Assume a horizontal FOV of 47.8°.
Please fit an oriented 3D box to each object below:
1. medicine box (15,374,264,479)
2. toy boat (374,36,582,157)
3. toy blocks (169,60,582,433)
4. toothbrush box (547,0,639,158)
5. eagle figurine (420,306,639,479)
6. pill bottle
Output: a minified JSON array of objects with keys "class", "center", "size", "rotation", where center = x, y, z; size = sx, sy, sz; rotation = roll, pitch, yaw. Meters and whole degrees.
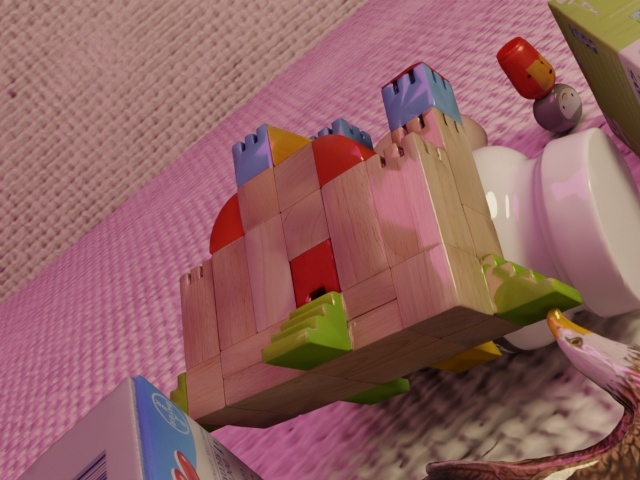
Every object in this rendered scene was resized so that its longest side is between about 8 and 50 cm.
[{"class":"medicine box","center":[-0.079,0.287,0.528],"size":[0.149,0.289,0.263],"rotation":[-43,25,-1]},{"class":"toy boat","center":[0.212,-0.132,1.028],"size":[0.318,0.148,0.267],"rotation":[-41,19,14]},{"class":"toy blocks","center":[0.000,0.000,0.650],"size":[0.381,0.191,0.261],"rotation":[-30,57,33]},{"class":"toothbrush box","center":[0.376,-0.171,0.768],"size":[0.122,0.206,0.283],"rotation":[-31,26,16]},{"class":"eagle figurine","center":[0.211,0.139,0.462],"size":[0.298,0.226,0.225],"rotation":[-46,33,-2]},{"class":"pill bottle","center":[0.139,0.023,0.762],"size":[0.363,0.210,0.210],"rotation":[-19,32,36]}]
